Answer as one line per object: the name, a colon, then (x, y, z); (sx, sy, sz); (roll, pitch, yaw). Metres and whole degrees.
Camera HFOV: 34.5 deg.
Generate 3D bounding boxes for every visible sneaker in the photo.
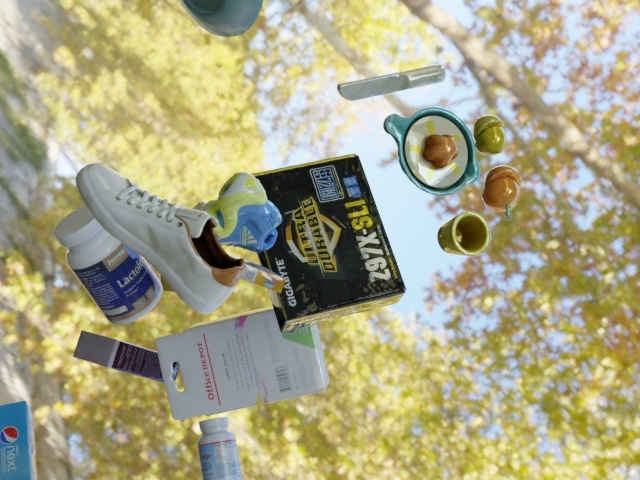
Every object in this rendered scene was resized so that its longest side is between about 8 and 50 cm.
sneaker: (-0.149, -0.010, 1.637); (0.240, 0.126, 0.091); (-32, -160, 49)
sneaker: (-0.227, -0.032, 1.529); (0.123, 0.290, 0.106); (-46, -178, 28)

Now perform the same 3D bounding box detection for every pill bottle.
pill bottle: (-0.224, 0.474, 2.272); (0.087, 0.087, 0.160); (-23, -108, 39)
pill bottle: (-0.492, 0.053, 2.381); (0.153, 0.265, 0.153); (-22, -149, 14)

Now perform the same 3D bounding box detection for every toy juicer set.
toy juicer set: (0.198, -0.155, 1.567); (0.209, 0.329, 0.089); (-38, -171, -24)

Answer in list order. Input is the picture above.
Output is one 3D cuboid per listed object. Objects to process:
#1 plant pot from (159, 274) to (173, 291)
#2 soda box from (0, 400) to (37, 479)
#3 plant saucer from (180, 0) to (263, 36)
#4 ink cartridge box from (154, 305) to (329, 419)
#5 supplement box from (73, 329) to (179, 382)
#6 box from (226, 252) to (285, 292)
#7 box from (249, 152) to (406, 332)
plant pot: (-0.335, 0.075, 2.385); (0.081, 0.081, 0.083); (-132, -127, -71)
soda box: (-0.571, 0.411, 1.925); (0.071, 0.067, 0.210); (-10, -122, -7)
plant saucer: (-0.172, -0.404, 1.590); (0.195, 0.195, 0.037); (-18, -168, 45)
ink cartridge box: (-0.175, 0.269, 2.331); (0.353, 0.207, 0.119); (-12, -178, 5)
supplement box: (-0.469, 0.288, 2.524); (0.130, 0.239, 0.073); (9, -101, 37)
box: (-0.118, 0.050, 1.702); (0.136, 0.081, 0.028); (18, -93, 67)
box: (0.000, 0.000, 2.074); (0.257, 0.322, 0.079); (-11, 159, -17)
